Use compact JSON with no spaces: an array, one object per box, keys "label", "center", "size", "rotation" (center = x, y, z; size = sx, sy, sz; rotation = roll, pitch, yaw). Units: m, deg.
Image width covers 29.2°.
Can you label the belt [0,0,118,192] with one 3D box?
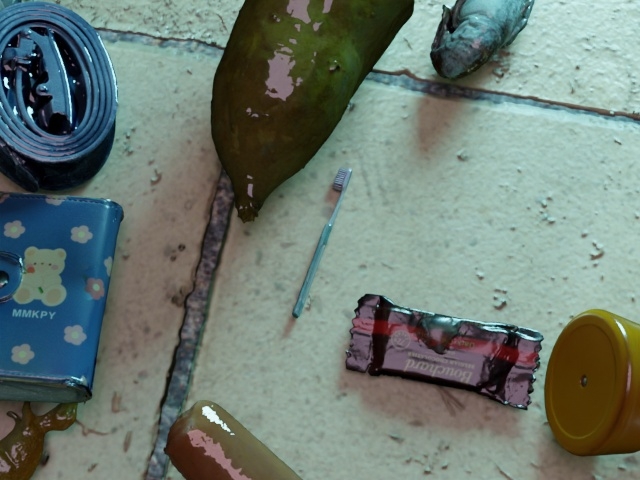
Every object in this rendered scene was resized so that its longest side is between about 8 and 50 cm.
[{"label":"belt","center":[-0.274,-0.139,1.222],"size":[0.141,0.082,0.190],"rotation":[-12,69,-15]}]

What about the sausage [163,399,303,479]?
[{"label":"sausage","center":[-0.010,0.269,1.065],"size":[0.326,0.087,0.079],"rotation":[44,108,13]}]

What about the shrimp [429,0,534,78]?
[{"label":"shrimp","center":[0.187,-0.258,1.285],"size":[0.090,0.079,0.232],"rotation":[41,66,-24]}]

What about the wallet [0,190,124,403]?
[{"label":"wallet","center":[-0.267,0.051,1.143],"size":[0.141,0.059,0.202],"rotation":[4,60,2]}]

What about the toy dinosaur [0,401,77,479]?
[{"label":"toy dinosaur","center":[-0.283,0.215,1.106],"size":[0.126,0.039,0.162],"rotation":[-2,70,-3]}]

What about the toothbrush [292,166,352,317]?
[{"label":"toothbrush","center":[0.000,0.000,1.209],"size":[0.014,0.011,0.167],"rotation":[16,69,11]}]

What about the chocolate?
[{"label":"chocolate","center":[0.116,0.103,1.162],"size":[0.183,0.028,0.086],"rotation":[15,72,3]}]

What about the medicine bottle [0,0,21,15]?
[{"label":"medicine bottle","center":[-0.405,-0.242,1.230],"size":[0.293,0.141,0.141],"rotation":[-41,74,-16]}]

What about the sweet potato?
[{"label":"sweet potato","center":[-0.018,-0.192,1.214],"size":[0.158,0.158,0.369],"rotation":[30,76,10]}]

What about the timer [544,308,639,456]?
[{"label":"timer","center":[0.301,0.138,1.116],"size":[0.152,0.132,0.132],"rotation":[11,67,-20]}]
